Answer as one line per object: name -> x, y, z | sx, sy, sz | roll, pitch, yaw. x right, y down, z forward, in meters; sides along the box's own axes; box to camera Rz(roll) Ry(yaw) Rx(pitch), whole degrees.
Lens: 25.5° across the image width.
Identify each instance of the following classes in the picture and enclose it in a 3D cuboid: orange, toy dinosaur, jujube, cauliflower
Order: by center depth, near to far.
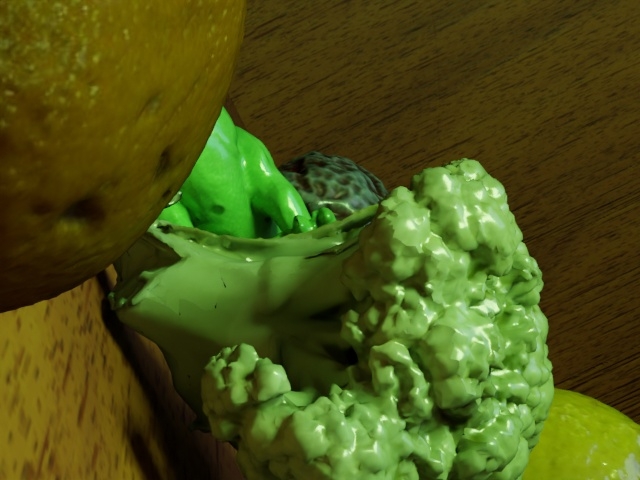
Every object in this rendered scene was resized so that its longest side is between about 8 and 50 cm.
orange -> -0.116, -0.075, 0.426 | 0.206, 0.206, 0.206 | -26, 90, -87
cauliflower -> 0.006, 0.089, 0.875 | 0.260, 0.281, 0.327 | -104, -160, -62
toy dinosaur -> -0.128, -0.070, 1.238 | 0.374, 0.144, 0.500 | 53, -5, 22
jujube -> 0.000, 0.000, 1.780 | 0.226, 0.226, 0.317 | 65, 8, 2

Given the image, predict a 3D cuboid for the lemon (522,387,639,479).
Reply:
lemon -> 0.224, 0.316, 1.465 | 0.350, 0.387, 0.350 | 174, -90, -89
